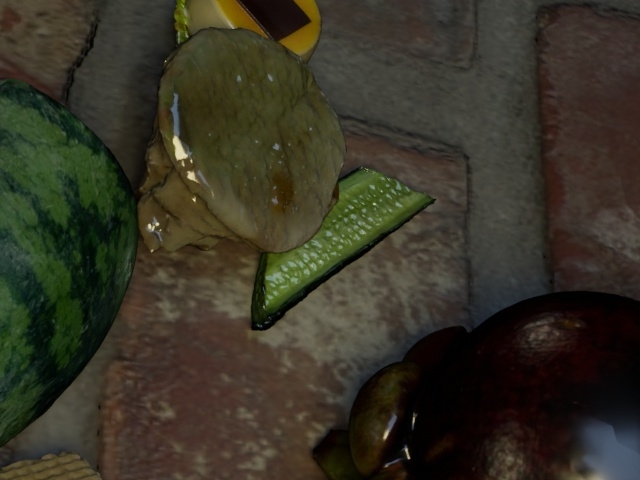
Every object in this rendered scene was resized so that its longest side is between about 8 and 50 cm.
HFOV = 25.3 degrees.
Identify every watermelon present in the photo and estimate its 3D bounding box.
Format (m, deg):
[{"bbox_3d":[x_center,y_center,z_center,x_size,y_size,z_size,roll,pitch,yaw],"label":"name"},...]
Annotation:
[{"bbox_3d":[-0.294,0.022,1.002,0.292,0.283,0.250,2,49,5],"label":"watermelon"}]

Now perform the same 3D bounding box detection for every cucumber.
[{"bbox_3d":[0.000,0.000,1.220,0.220,0.046,0.070,-36,83,-33],"label":"cucumber"}]

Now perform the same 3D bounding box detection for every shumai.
[{"bbox_3d":[-0.079,-0.070,1.168,0.201,0.120,0.201,17,66,-42],"label":"shumai"}]

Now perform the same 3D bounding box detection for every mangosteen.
[{"bbox_3d":[0.158,0.183,1.082,0.347,0.307,0.307,6,62,10],"label":"mangosteen"}]

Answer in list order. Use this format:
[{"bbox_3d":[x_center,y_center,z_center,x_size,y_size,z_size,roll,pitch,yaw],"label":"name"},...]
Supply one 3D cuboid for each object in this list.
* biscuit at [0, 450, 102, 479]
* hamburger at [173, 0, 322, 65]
[{"bbox_3d":[-0.327,0.245,0.917,0.426,0.078,0.144,-13,29,-29],"label":"biscuit"},{"bbox_3d":[-0.067,-0.183,1.250,0.126,0.081,0.141,36,47,-8],"label":"hamburger"}]
